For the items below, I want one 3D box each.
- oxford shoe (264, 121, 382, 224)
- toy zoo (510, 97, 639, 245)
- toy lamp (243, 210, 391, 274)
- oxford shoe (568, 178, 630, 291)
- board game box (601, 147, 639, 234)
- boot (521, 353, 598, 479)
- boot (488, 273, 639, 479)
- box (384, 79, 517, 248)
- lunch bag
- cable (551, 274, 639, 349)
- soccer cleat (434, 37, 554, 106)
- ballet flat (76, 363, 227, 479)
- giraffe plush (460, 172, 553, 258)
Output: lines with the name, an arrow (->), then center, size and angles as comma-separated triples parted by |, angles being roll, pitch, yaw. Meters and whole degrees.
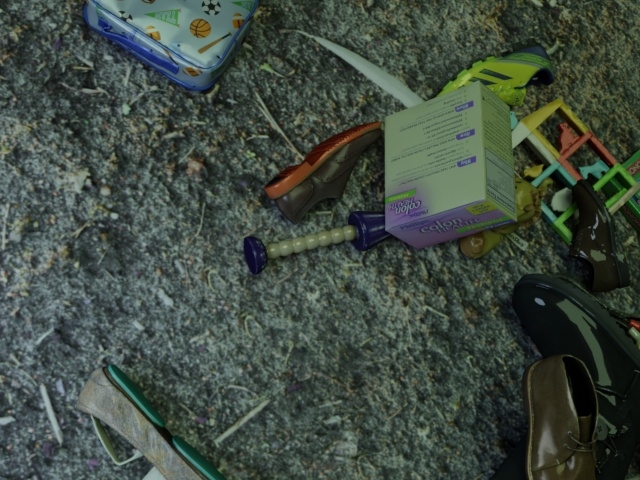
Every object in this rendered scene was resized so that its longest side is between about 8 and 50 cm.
oxford shoe -> 0.021, -0.132, 1.737 | 0.271, 0.097, 0.098 | -36, 104, -20
toy zoo -> 0.482, -0.153, 1.872 | 0.192, 0.030, 0.293 | -41, 86, -8
toy lamp -> 0.000, 0.000, 1.683 | 0.274, 0.080, 0.080 | -13, 76, -17
oxford shoe -> 0.525, -0.008, 1.800 | 0.096, 0.083, 0.227 | -16, 83, 2
board game box -> 0.765, -0.129, 1.965 | 0.317, 0.046, 0.213 | -36, 83, -23
boot -> 0.399, 0.333, 1.483 | 0.112, 0.115, 0.305 | 0, 70, -19
boot -> 0.393, 0.320, 1.631 | 0.367, 0.146, 0.445 | 40, 64, 6
box -> 0.236, -0.135, 1.700 | 0.117, 0.213, 0.243 | 28, 55, -44
lunch bag -> -0.287, -0.435, 1.730 | 0.303, 0.115, 0.243 | 31, 68, -5
cable -> 0.578, 0.149, 1.800 | 0.287, 0.072, 0.139 | 44, 60, 2
soccer cleat -> 0.362, -0.318, 1.889 | 0.289, 0.093, 0.121 | -27, 87, -22
ballet flat -> -0.270, 0.340, 1.485 | 0.316, 0.107, 0.106 | 44, 86, 8
giraffe plush -> 0.343, -0.065, 1.751 | 0.210, 0.170, 0.181 | 22, 67, -8
